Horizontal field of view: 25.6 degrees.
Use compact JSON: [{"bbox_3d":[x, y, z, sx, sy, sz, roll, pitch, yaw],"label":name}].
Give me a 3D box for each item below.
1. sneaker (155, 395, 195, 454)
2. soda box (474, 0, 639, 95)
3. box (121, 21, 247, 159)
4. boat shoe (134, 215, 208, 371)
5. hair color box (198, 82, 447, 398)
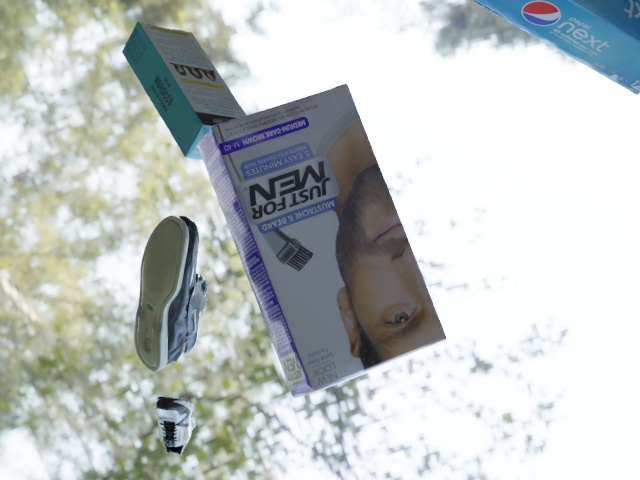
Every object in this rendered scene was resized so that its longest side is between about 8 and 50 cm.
[{"bbox_3d":[-0.163,0.207,1.570,0.040,0.109,0.043,8,-117,11],"label":"sneaker"},{"bbox_3d":[0.235,-0.218,1.281,0.067,0.210,0.071,-32,-143,54],"label":"soda box"},{"bbox_3d":[-0.189,-0.212,2.011,0.101,0.060,0.244,5,-141,-40],"label":"box"},{"bbox_3d":[-0.186,0.062,1.816,0.079,0.233,0.084,-15,-138,-35],"label":"boat shoe"},{"bbox_3d":[0.000,0.000,1.707,0.185,0.338,0.110,-20,177,-18],"label":"hair color box"}]
